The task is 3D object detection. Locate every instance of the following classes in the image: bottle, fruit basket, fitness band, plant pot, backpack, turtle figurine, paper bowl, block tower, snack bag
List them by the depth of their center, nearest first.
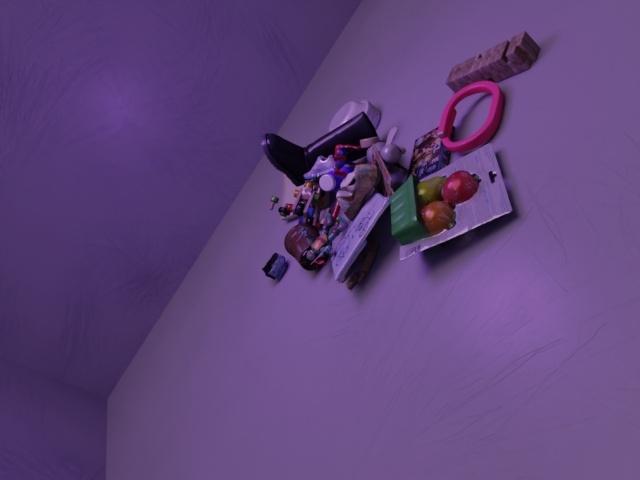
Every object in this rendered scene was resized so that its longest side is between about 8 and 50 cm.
[{"bbox_3d":[0.391,-0.113,1.492,0.352,0.165,0.327,-24,38,25],"label":"fruit basket"},{"bbox_3d":[0.514,-0.428,1.667,0.208,0.054,0.291,-8,52,43],"label":"fitness band"},{"bbox_3d":[0.598,-0.617,1.741,0.335,0.097,0.091,-11,49,59],"label":"block tower"},{"bbox_3d":[0.142,-0.029,1.788,0.343,0.037,0.323,-58,7,9],"label":"snack bag"},{"bbox_3d":[0.000,0.000,1.931,0.175,0.118,0.234,29,68,28],"label":"turtle figurine"},{"bbox_3d":[0.095,-0.259,2.051,0.118,0.092,0.282,-26,-1,33],"label":"bottle"},{"bbox_3d":[-0.052,0.035,2.072,0.167,0.166,0.165,-52,33,10],"label":"plant pot"},{"bbox_3d":[-0.211,0.122,2.325,0.114,0.084,0.105,-60,25,5],"label":"backpack"},{"bbox_3d":[0.153,-0.580,2.441,0.284,0.148,0.284,-43,27,28],"label":"paper bowl"}]

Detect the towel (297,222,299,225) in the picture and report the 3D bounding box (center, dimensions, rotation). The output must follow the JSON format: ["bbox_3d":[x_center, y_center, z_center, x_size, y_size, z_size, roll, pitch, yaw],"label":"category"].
[{"bbox_3d":[-0.096,-0.046,2.386,0.067,0.029,0.120,-32,35,41],"label":"towel"}]

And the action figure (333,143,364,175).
[{"bbox_3d":[0.119,-0.330,1.961,0.280,0.138,0.092,-88,0,-67],"label":"action figure"}]

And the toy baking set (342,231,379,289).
[{"bbox_3d":[0.142,0.061,1.824,0.256,0.030,0.196,-61,25,-11],"label":"toy baking set"}]

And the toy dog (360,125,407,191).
[{"bbox_3d":[0.277,-0.341,1.926,0.160,0.220,0.334,-17,32,-7],"label":"toy dog"}]

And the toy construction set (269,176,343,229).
[{"bbox_3d":[-0.012,-0.186,2.149,0.308,0.257,0.238,12,77,40],"label":"toy construction set"}]

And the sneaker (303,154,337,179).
[{"bbox_3d":[-0.003,-0.324,2.130,0.190,0.083,0.071,-16,11,37],"label":"sneaker"}]

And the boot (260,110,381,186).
[{"bbox_3d":[0.012,-0.431,2.132,0.444,0.367,0.146,-20,63,19],"label":"boot"}]

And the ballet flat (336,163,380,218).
[{"bbox_3d":[0.125,-0.193,1.922,0.349,0.123,0.123,123,168,-62],"label":"ballet flat"}]

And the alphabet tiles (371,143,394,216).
[{"bbox_3d":[0.232,-0.213,1.831,0.198,0.009,0.237,87,167,-54],"label":"alphabet tiles"}]

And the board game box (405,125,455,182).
[{"bbox_3d":[0.401,-0.305,1.782,0.165,0.042,0.244,-25,39,48],"label":"board game box"}]

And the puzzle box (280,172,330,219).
[{"bbox_3d":[-0.081,-0.268,2.483,0.408,0.052,0.273,-14,70,56],"label":"puzzle box"}]
